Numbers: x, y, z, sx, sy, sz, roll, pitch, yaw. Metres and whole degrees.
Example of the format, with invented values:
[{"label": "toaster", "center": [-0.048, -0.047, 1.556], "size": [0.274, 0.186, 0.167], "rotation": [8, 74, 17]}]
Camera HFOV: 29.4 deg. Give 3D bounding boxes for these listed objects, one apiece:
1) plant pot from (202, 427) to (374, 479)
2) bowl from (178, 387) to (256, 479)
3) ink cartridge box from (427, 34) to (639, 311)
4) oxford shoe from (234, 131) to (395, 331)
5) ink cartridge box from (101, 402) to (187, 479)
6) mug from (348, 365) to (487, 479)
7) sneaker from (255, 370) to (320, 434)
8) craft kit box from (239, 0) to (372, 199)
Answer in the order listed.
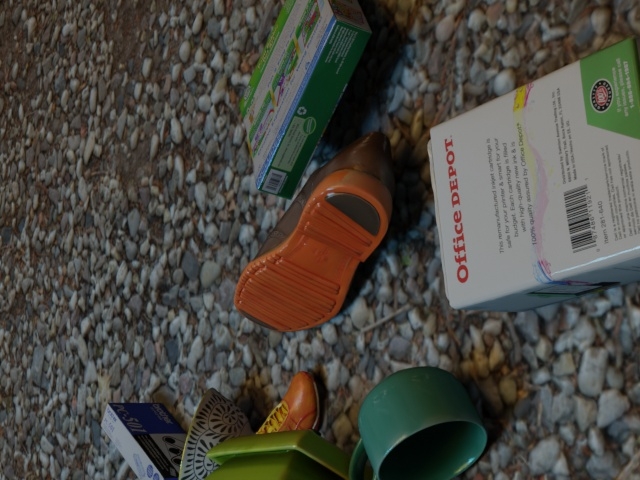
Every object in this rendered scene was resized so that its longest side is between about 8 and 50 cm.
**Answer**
[{"label": "plant pot", "center": [-0.039, 0.350, 1.436], "size": [0.228, 0.227, 0.207], "rotation": [-17, 44, 51]}, {"label": "bowl", "center": [-0.132, 0.294, 1.681], "size": [0.170, 0.080, 0.170], "rotation": [11, -90, -82]}, {"label": "ink cartridge box", "center": [0.249, -0.053, 1.211], "size": [0.278, 0.117, 0.201], "rotation": [-22, 68, 49]}, {"label": "oxford shoe", "center": [0.000, 0.000, 1.565], "size": [0.364, 0.130, 0.133], "rotation": [-47, 18, 48]}, {"label": "ink cartridge box", "center": [-0.243, 0.314, 1.833], "size": [0.207, 0.097, 0.046], "rotation": [38, 116, 48]}, {"label": "mug", "center": [0.095, 0.206, 1.355], "size": [0.129, 0.157, 0.097], "rotation": [77, 172, -49]}, {"label": "sneaker", "center": [-0.049, 0.253, 1.610], "size": [0.064, 0.067, 0.175], "rotation": [37, 113, 50]}, {"label": "craft kit box", "center": [-0.027, -0.219, 1.586], "size": [0.250, 0.061, 0.247], "rotation": [-63, 25, 27]}]
